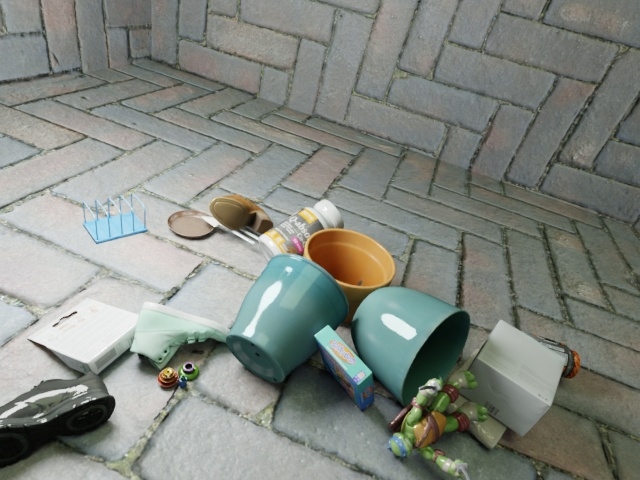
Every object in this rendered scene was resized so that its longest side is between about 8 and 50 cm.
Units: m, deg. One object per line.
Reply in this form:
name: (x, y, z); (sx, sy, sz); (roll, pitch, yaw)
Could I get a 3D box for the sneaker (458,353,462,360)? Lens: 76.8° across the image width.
sneaker: (0.389, 0.360, 1.250); (0.119, 0.047, 0.057); (-15, 26, -40)

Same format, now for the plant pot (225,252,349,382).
plant pot: (-0.103, 0.217, 1.072); (0.271, 0.272, 0.255); (27, 50, 16)

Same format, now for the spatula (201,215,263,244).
spatula: (-0.312, -0.045, 1.525); (0.242, 0.019, 0.168); (30, 16, 18)

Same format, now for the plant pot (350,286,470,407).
plant pot: (0.228, 0.264, 1.118); (0.293, 0.293, 0.235); (-17, 34, -38)

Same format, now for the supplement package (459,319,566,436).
supplement package: (0.519, 0.367, 1.104); (0.194, 0.149, 0.203); (33, 39, 25)

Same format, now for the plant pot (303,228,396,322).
plant pot: (0.073, 0.126, 1.303); (0.291, 0.203, 0.291); (10, 34, -7)

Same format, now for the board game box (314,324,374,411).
board game box: (0.064, 0.325, 1.015); (0.047, 0.210, 0.160); (-35, 56, -18)

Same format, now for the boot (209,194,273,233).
boot: (-0.328, -0.132, 1.535); (0.283, 0.109, 0.220); (13, 21, -44)

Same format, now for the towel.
towel: (0.464, 0.440, 1.157); (0.187, 0.049, 0.282); (37, 40, 30)

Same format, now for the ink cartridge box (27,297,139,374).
ink cartridge box: (-0.587, 0.239, 1.032); (0.224, 0.056, 0.181); (9, 30, 23)

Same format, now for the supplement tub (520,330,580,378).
supplement tub: (0.710, 0.369, 1.293); (0.190, 0.117, 0.117); (17, 34, 1)

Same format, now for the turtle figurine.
turtle figurine: (0.306, 0.420, 0.932); (0.266, 0.275, 0.198); (-19, 56, -37)

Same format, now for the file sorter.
file sorter: (-0.700, -0.083, 1.374); (0.170, 0.104, 0.118); (-21, 48, -41)

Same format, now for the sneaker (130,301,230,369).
sneaker: (-0.360, 0.268, 1.057); (0.256, 0.094, 0.151); (23, 69, -26)

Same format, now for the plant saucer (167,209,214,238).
plant saucer: (-0.478, -0.057, 1.493); (0.168, 0.029, 0.168); (10, 34, -7)

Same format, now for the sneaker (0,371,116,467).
sneaker: (-0.585, 0.355, 0.823); (0.286, 0.109, 0.130); (-6, 30, -39)

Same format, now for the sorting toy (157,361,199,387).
sorting toy: (-0.346, 0.326, 0.993); (0.102, 0.042, 0.061); (-16, 45, -38)

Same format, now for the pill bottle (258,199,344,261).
pill bottle: (-0.063, -0.018, 1.411); (0.278, 0.162, 0.162); (-36, 56, -20)
